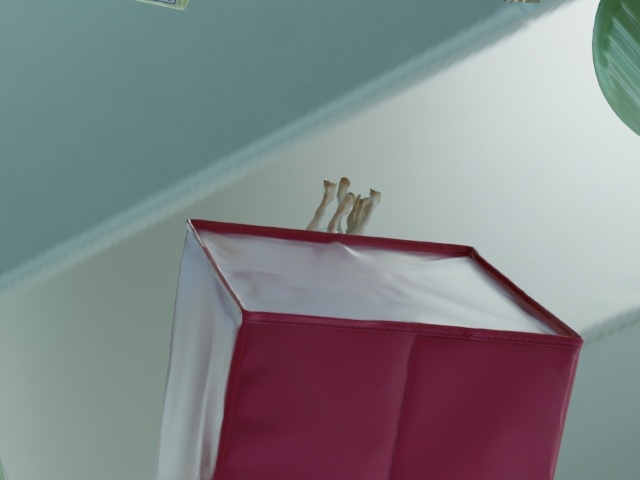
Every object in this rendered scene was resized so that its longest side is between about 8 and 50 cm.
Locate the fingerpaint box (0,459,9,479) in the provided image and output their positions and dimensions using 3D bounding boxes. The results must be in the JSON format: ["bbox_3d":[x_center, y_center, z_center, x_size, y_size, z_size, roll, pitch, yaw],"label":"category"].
[{"bbox_3d":[-0.424,0.260,1.227,0.371,0.445,0.163,-15,-119,-11],"label":"fingerpaint box"}]

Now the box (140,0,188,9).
[{"bbox_3d":[-0.265,-0.409,1.895,0.214,0.243,0.117,-91,-164,-47],"label":"box"}]

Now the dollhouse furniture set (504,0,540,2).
[{"bbox_3d":[0.074,-0.262,1.177,0.161,0.182,0.101,59,-37,43],"label":"dollhouse furniture set"}]

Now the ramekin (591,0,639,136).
[{"bbox_3d":[0.439,-0.187,1.570,0.303,0.303,0.148,-37,-149,15],"label":"ramekin"}]

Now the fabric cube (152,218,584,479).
[{"bbox_3d":[0.021,0.147,1.194,0.254,0.259,0.258,-131,-131,-71],"label":"fabric cube"}]

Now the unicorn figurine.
[{"bbox_3d":[0.000,0.000,1.384,0.060,0.162,0.111,32,-74,36],"label":"unicorn figurine"}]
